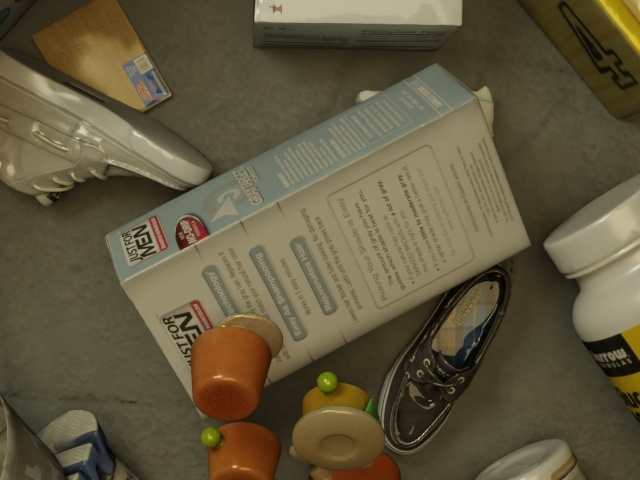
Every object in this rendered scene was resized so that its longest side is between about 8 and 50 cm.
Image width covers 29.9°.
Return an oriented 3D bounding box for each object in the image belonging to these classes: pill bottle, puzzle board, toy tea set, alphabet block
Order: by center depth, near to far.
[{"bbox_3d":[-0.025,0.190,1.173,0.200,0.124,0.336,-2,131,5],"label":"toy tea set"},{"bbox_3d":[0.337,-0.257,1.202,0.192,0.197,0.193,-42,92,-3],"label":"alphabet block"},{"bbox_3d":[0.377,0.101,1.207,0.188,0.188,0.334,-35,91,-3],"label":"pill bottle"},{"bbox_3d":[0.246,0.311,1.235,0.112,0.112,0.186,-27,91,-3],"label":"pill bottle"},{"bbox_3d":[-0.229,-0.183,1.260,0.096,0.011,0.128,-31,92,-4],"label":"puzzle board"}]

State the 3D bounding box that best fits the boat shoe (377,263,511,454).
[{"bbox_3d":[0.133,0.123,1.247,0.080,0.076,0.228,34,88,-3],"label":"boat shoe"}]

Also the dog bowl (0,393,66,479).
[{"bbox_3d":[-0.375,0.297,1.099,0.349,0.349,0.102,-47,122,-3],"label":"dog bowl"}]

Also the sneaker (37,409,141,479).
[{"bbox_3d":[-0.224,0.338,1.152,0.127,0.315,0.182,-20,129,34],"label":"sneaker"}]

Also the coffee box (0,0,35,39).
[{"bbox_3d":[-0.416,-0.353,1.086,0.338,0.337,0.334,42,88,-3],"label":"coffee box"}]

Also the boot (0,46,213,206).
[{"bbox_3d":[-0.242,-0.086,1.218,0.258,0.095,0.123,29,102,9],"label":"boot"}]

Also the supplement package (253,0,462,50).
[{"bbox_3d":[0.034,-0.334,1.211,0.204,0.145,0.261,0,90,-3],"label":"supplement package"}]

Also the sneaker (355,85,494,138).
[{"bbox_3d":[0.111,-0.144,1.264,0.152,0.054,0.061,9,81,-10],"label":"sneaker"}]

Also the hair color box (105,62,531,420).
[{"bbox_3d":[0.000,0.000,1.186,0.374,0.113,0.185,-28,121,-4],"label":"hair color box"}]
